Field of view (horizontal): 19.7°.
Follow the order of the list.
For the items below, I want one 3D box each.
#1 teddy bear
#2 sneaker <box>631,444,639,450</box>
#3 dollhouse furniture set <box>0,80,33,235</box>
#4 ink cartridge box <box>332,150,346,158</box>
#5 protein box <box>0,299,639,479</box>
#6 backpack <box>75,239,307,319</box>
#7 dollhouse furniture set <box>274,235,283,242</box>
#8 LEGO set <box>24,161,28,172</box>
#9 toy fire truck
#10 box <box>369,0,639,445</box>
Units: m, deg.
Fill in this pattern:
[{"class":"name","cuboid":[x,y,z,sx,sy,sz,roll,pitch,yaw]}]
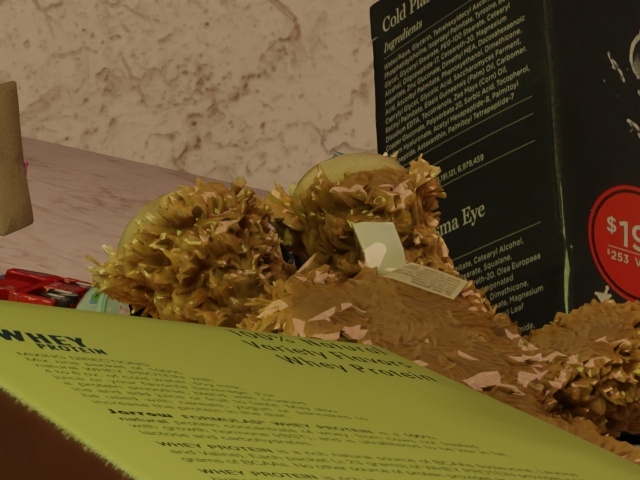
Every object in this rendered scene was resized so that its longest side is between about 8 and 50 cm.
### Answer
[{"class":"teddy bear","cuboid":[0.031,0.073,0.775,0.245,0.113,0.338,-24,45,-37]},{"class":"sneaker","cuboid":[0.116,0.140,0.907,0.262,0.099,0.121,9,-14,-25]},{"class":"dollhouse furniture set","cuboid":[-0.340,-0.055,1.076,0.262,0.135,0.259,1,12,20]},{"class":"ink cartridge box","cuboid":[0.124,0.052,1.294,0.233,0.171,0.168,10,7,-34]},{"class":"protein box","cuboid":[-0.017,0.110,0.511,0.200,0.136,0.201,9,8,-37]},{"class":"backpack","cuboid":[-0.039,0.065,0.938,0.182,0.115,0.152,7,53,-37]},{"class":"dollhouse furniture set","cuboid":[0.000,0.000,1.385,0.114,0.091,0.081,21,12,35]},{"class":"LEGO set","cuboid":[-0.350,-0.035,1.474,0.227,0.087,0.093,7,3,-4]},{"class":"toy fire truck","cuboid":[-0.224,0.042,1.164,0.135,0.047,0.192,13,5,3]},{"class":"box","cuboid":[0.219,-0.002,1.121,0.343,0.312,0.179,10,-23,-31]}]
